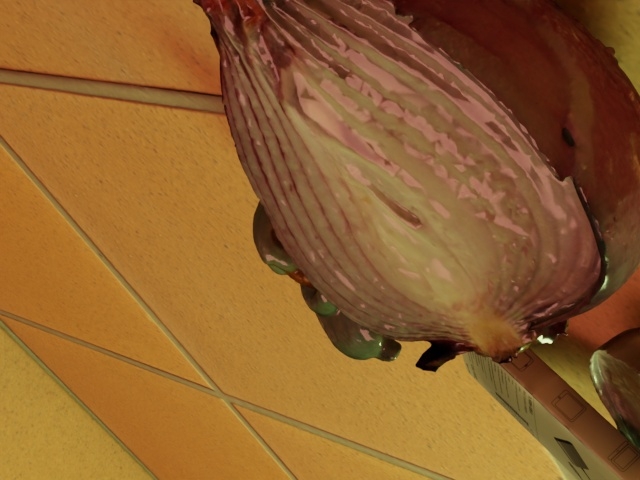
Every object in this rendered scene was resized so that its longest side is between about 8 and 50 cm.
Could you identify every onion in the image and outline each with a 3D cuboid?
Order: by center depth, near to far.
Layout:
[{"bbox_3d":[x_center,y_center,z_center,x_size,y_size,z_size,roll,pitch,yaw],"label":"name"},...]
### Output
[{"bbox_3d":[0.057,-0.099,0.777,0.267,0.159,0.348,-14,119,48],"label":"onion"}]

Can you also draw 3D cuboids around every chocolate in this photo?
[{"bbox_3d":[0.308,0.156,0.997,0.157,0.080,0.254,38,165,45],"label":"chocolate"}]

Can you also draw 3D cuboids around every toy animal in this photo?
[{"bbox_3d":[-0.002,0.010,1.124,0.236,0.108,0.138,40,158,-6],"label":"toy animal"}]

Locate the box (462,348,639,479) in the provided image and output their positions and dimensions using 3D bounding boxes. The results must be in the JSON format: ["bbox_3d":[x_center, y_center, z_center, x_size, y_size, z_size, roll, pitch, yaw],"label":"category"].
[{"bbox_3d":[0.214,0.163,1.102,0.247,0.033,0.129,44,169,27],"label":"box"}]
